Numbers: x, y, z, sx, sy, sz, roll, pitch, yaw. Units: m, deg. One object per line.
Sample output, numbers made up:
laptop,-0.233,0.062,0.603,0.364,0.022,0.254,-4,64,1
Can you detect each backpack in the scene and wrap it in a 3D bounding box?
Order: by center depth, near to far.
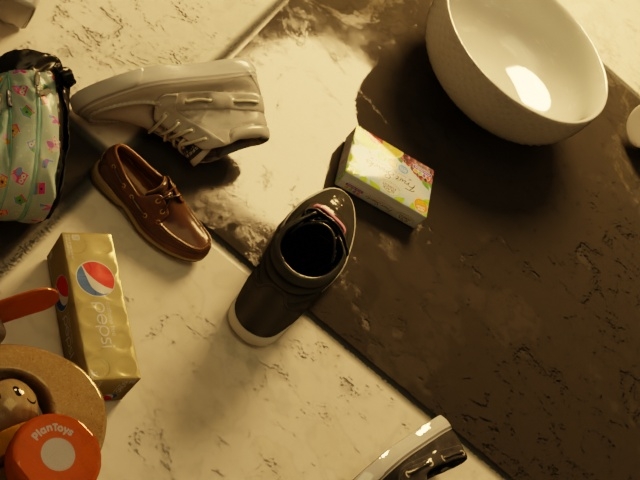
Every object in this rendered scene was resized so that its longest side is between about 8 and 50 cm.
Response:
backpack,-0.343,-0.107,1.171,0.115,0.152,0.182,5,69,-26

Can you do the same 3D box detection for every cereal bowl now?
cereal bowl,0.309,-0.292,1.749,0.339,0.141,0.339,18,51,-23

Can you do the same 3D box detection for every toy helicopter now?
toy helicopter,-0.372,0.138,0.970,0.355,0.140,0.235,15,50,-23

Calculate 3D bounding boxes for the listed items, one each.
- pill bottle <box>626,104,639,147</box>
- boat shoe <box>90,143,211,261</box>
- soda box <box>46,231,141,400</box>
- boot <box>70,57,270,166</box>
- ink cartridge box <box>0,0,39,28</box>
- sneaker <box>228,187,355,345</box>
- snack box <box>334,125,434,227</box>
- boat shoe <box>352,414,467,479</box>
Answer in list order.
pill bottle,0.677,-0.200,1.958,0.215,0.117,0.117,5,57,-32
boat shoe,-0.201,-0.046,1.271,0.178,0.060,0.064,43,45,-1
soda box,-0.251,0.083,1.146,0.061,0.058,0.181,2,58,-34
boot,-0.183,-0.155,1.343,0.258,0.095,0.123,-15,84,-28
ink cartridge box,-0.409,-0.437,1.283,0.207,0.117,0.283,20,79,-21
sneaker,0.000,0.000,1.319,0.104,0.147,0.296,39,44,-3
snack box,0.095,-0.093,1.529,0.141,0.037,0.100,28,49,-16
boat shoe,0.098,0.285,1.236,0.076,0.080,0.228,49,37,15
